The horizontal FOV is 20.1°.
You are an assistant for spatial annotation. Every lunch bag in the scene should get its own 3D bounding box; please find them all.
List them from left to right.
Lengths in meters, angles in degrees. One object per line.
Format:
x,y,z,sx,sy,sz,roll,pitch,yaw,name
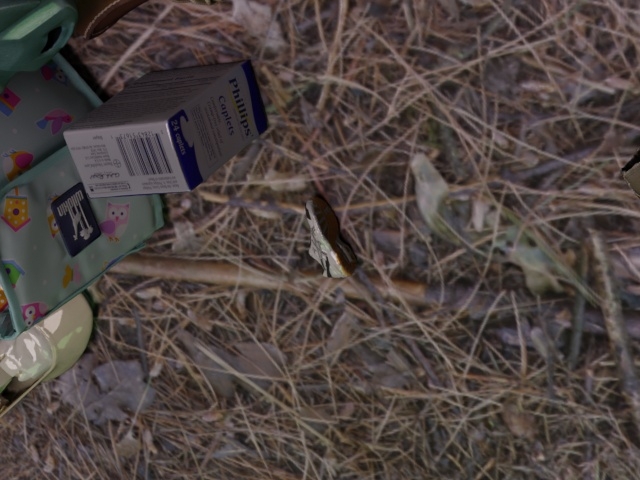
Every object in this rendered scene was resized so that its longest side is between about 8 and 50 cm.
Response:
-0.297,-0.058,1.710,0.262,0.223,0.160,49,139,0,lunch bag

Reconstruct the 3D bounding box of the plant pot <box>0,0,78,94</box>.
-0.387,-0.276,1.507,0.341,0.341,0.334,-35,80,43,plant pot

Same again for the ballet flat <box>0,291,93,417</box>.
-0.327,0.134,1.948,0.086,0.086,0.248,47,133,1,ballet flat

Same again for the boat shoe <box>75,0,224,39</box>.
-0.111,-0.251,1.536,0.116,0.123,0.324,50,135,-6,boat shoe

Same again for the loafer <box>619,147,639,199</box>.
0.292,-0.110,1.359,0.087,0.094,0.251,29,130,12,loafer

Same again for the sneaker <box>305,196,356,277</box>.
0.000,0.000,1.671,0.037,0.032,0.083,-12,109,39,sneaker

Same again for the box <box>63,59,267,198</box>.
-0.138,-0.100,1.633,0.126,0.137,0.072,-2,117,36,box
